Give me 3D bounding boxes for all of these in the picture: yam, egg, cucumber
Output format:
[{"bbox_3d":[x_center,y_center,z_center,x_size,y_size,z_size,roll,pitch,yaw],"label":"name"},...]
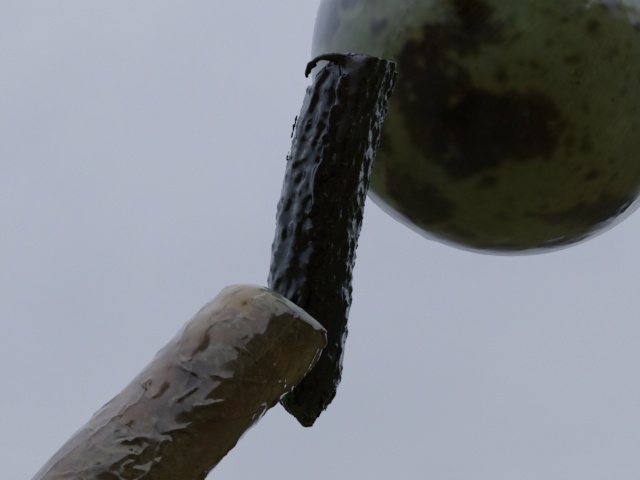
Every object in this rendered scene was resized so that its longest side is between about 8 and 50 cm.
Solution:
[{"bbox_3d":[-0.132,0.155,0.804,0.357,0.081,0.081,-46,-20,-23],"label":"yam"},{"bbox_3d":[0.180,-0.155,1.489,0.345,0.345,0.428,-27,-25,27],"label":"egg"},{"bbox_3d":[-0.002,-0.001,1.038,0.067,0.245,0.067,12,3,-1],"label":"cucumber"}]
